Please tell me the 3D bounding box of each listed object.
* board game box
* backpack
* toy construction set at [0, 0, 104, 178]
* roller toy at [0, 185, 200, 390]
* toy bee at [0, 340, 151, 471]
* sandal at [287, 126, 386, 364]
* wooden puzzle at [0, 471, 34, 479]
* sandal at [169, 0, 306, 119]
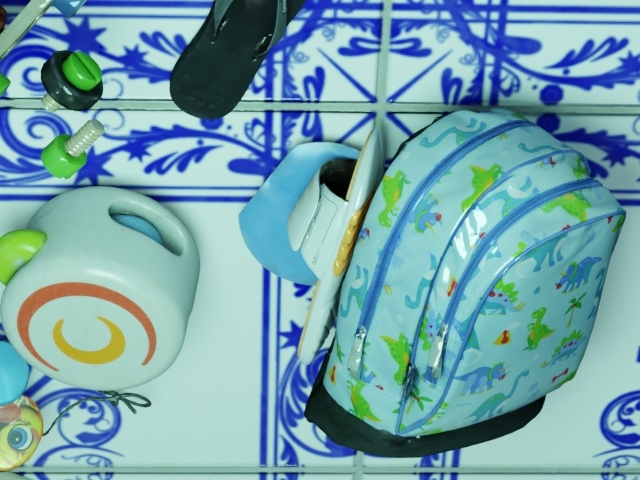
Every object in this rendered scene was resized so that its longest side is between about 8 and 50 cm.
[{"bbox_3d":[-0.003,-0.034,1.751,0.133,0.033,0.169,32,112,-18],"label":"board game box"},{"bbox_3d":[0.156,0.040,1.679,0.290,0.273,0.355,-11,116,-34],"label":"backpack"},{"bbox_3d":[-0.377,-0.176,1.508,0.309,0.257,0.237,30,127,-29],"label":"toy construction set"},{"bbox_3d":[-0.224,0.048,1.729,0.191,0.146,0.209,-3,132,11],"label":"roller toy"},{"bbox_3d":[-0.359,0.188,1.794,0.298,0.162,0.195,17,164,11],"label":"toy bee"},{"bbox_3d":[-0.003,0.004,1.694,0.076,0.102,0.265,21,113,6],"label":"sandal"},{"bbox_3d":[-0.361,0.455,2.052,0.322,0.080,0.348,23,121,-17],"label":"wooden puzzle"},{"bbox_3d":[-0.068,-0.216,1.603,0.097,0.054,0.254,17,123,-14],"label":"sandal"}]
